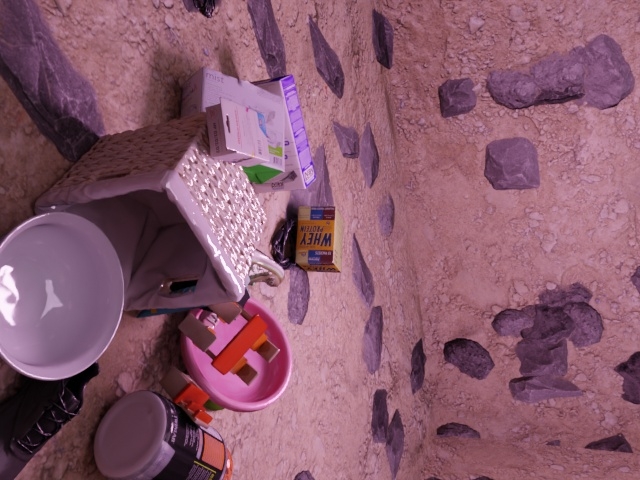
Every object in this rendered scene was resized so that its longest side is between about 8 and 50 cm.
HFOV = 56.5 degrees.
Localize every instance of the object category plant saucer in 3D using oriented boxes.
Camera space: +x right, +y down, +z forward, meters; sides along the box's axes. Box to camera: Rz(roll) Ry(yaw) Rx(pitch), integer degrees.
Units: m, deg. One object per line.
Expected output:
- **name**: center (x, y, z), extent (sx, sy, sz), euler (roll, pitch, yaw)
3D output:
- **plant saucer**: center (-0.229, 0.297, 1.578), extent (0.332, 0.084, 0.332), euler (27, 44, -29)

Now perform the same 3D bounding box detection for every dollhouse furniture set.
- **dollhouse furniture set**: center (-0.219, 0.275, 1.341), extent (0.259, 0.135, 0.262), euler (-48, 149, -13)

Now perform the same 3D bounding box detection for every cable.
- **cable**: center (-0.108, 0.012, 2.060), extent (0.184, 0.047, 0.151), euler (-70, 147, -41)

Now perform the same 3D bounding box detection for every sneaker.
- **sneaker**: center (-0.263, 0.177, 1.515), extent (0.051, 0.070, 0.134), euler (42, 40, -15)
- **sneaker**: center (-0.250, 0.085, 1.699), extent (0.182, 0.158, 0.410), euler (-56, 150, -4)
- **sneaker**: center (-0.507, 0.312, 1.069), extent (0.109, 0.130, 0.286), euler (65, 34, -43)

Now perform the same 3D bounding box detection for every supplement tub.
- **supplement tub**: center (-0.338, 0.480, 1.341), extent (0.316, 0.193, 0.194), euler (57, 38, -47)

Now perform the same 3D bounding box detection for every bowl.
- **bowl**: center (-0.509, 0.098, 1.073), extent (0.298, 0.134, 0.298), euler (-2, 90, -64)

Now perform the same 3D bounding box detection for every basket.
- **basket**: center (-0.333, -0.057, 1.258), extent (0.266, 0.328, 0.331), euler (-74, 149, -43)

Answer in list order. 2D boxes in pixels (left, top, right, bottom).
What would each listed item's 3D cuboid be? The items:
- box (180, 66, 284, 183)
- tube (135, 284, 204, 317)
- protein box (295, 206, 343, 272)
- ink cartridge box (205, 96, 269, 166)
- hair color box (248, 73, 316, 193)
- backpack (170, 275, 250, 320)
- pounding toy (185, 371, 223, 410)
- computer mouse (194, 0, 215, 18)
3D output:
- **box**: center (-0.232, -0.302, 1.593), extent (0.262, 0.126, 0.231), euler (11, 69, -38)
- **tube**: center (-0.333, 0.140, 1.372), extent (0.052, 0.207, 0.080), euler (65, 32, -18)
- **protein box**: center (0.000, 0.000, 2.141), extent (0.200, 0.136, 0.201), euler (52, 40, -73)
- **ink cartridge box**: center (-0.173, -0.214, 1.194), extent (0.181, 0.061, 0.104), euler (2, 79, -69)
- **hair color box**: center (-0.146, -0.325, 1.847), extent (0.110, 0.185, 0.339), euler (-48, 131, -58)
- **backpack**: center (-0.274, 0.092, 1.448), extent (0.166, 0.188, 0.144), euler (74, 28, -45)
- **pounding toy**: center (-0.254, 0.365, 1.632), extent (0.237, 0.110, 0.183), euler (59, 36, -46)
- **computer mouse**: center (-0.348, -0.730, 1.586), extent (0.272, 0.072, 0.189), euler (2, 86, -65)
